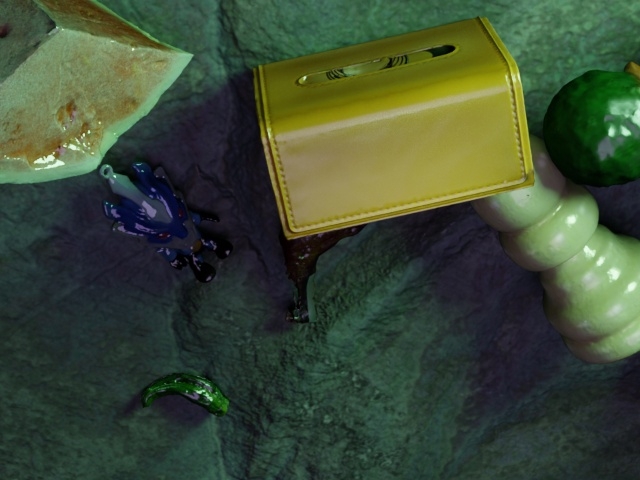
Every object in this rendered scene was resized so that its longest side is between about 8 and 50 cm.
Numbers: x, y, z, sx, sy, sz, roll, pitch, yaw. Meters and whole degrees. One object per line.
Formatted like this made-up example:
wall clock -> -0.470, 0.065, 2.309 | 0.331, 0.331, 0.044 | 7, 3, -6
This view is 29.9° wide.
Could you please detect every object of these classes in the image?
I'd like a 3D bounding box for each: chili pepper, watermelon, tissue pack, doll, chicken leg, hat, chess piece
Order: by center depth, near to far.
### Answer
watermelon -> -0.280, -0.176, 1.233 | 0.176, 0.256, 0.260 | -8, 166, 32
hat -> 0.460, -0.136, 1.296 | 0.400, 0.285, 0.285 | -27, 121, 1
tissue pack -> 0.074, -0.132, 1.320 | 0.274, 0.194, 0.145 | -12, 118, 0
doll -> -0.191, -0.027, 1.427 | 0.195, 0.070, 0.096 | 41, 79, -29
chess piece -> 0.290, -0.008, 1.449 | 0.167, 0.167, 0.300 | -35, 112, 15
chicken leg -> 0.000, 0.000, 1.475 | 0.106, 0.051, 0.253 | 16, 121, -21
chili pepper -> -0.176, 0.203, 1.586 | 0.117, 0.035, 0.055 | 8, 103, -16
